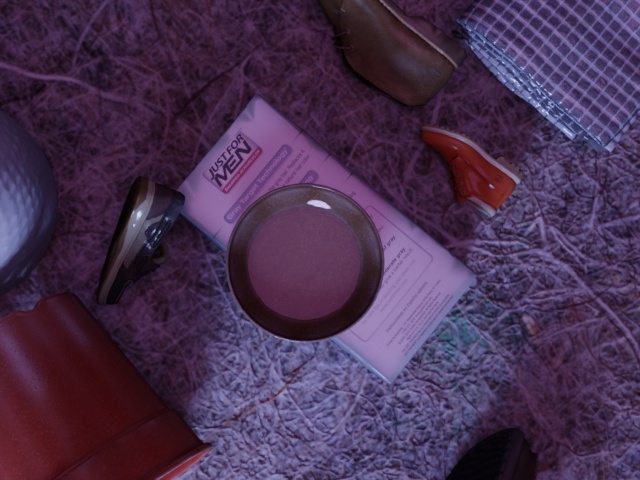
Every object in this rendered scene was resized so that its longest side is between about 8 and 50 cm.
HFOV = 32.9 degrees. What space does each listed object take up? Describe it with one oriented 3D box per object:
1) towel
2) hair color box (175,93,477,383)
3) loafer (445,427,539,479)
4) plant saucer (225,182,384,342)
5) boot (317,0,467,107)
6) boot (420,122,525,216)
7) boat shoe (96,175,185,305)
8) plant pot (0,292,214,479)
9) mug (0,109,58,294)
[{"bbox_3d":[0.359,-0.287,1.483,0.283,0.121,0.235,40,85,-1],"label":"towel"},{"bbox_3d":[0.000,0.000,1.441,0.374,0.113,0.185,39,85,-2],"label":"hair color box"},{"bbox_3d":[0.216,0.418,1.391,0.130,0.134,0.366,32,58,-18],"label":"loafer"},{"bbox_3d":[-0.020,0.028,1.363,0.198,0.036,0.199,0,88,-3],"label":"plant saucer"},{"bbox_3d":[0.045,-0.296,1.473,0.305,0.112,0.115,36,95,-4],"label":"boot"},{"bbox_3d":[0.194,-0.098,1.492,0.158,0.059,0.085,32,89,-3],"label":"boot"},{"bbox_3d":[-0.232,0.012,1.390,0.073,0.223,0.080,16,42,-14],"label":"boat shoe"},{"bbox_3d":[-0.318,0.226,1.342,0.272,0.272,0.265,-35,81,-6],"label":"plant pot"},{"bbox_3d":[-0.511,-0.021,1.294,0.276,0.328,0.374,41,84,-1],"label":"mug"}]
